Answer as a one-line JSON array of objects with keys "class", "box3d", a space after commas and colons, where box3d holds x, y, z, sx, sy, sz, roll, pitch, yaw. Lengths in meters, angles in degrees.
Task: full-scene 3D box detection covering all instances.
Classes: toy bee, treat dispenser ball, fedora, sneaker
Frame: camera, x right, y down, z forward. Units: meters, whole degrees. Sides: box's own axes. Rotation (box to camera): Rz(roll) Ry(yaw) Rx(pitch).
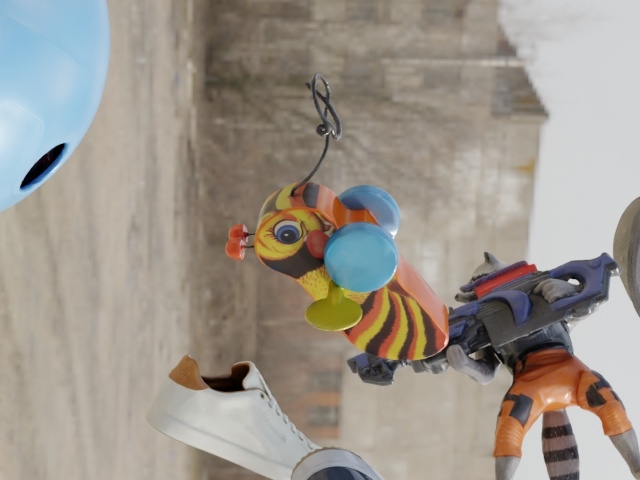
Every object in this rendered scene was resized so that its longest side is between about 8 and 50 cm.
[{"class": "toy bee", "box3d": [0.000, 0.000, 1.328, 0.298, 0.162, 0.195, 67, 18, -5]}, {"class": "treat dispenser ball", "box3d": [-0.299, -0.149, 0.987, 0.288, 0.288, 0.288, -179, -90, -88]}, {"class": "fedora", "box3d": [0.565, 0.028, 2.225, 0.124, 0.243, 0.275, 10, -74, 62]}, {"class": "sneaker", "box3d": [0.094, 0.317, 1.298, 0.099, 0.282, 0.153, -48, -151, 11]}, {"class": "sneaker", "box3d": [-0.073, 0.233, 1.759, 0.123, 0.290, 0.106, -64, -153, 0]}]

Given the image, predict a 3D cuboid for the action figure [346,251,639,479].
[{"class": "action figure", "box3d": [0.219, 0.169, 1.634, 0.178, 0.341, 0.330, 60, 17, -54]}]
